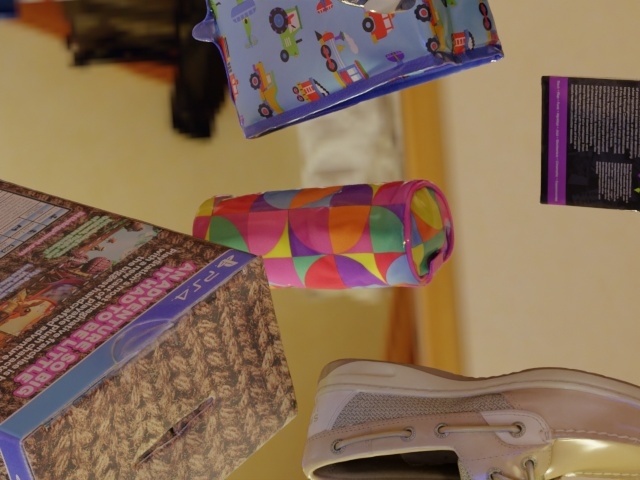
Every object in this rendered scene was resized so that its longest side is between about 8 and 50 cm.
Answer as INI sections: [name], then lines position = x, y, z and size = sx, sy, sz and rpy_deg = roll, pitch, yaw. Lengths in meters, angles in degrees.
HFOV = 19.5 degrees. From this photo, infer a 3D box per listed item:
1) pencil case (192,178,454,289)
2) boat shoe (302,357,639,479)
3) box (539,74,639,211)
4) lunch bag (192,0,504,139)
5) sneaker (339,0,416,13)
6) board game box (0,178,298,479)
[pencil case]
position = 0.000, 0.000, 1.662
size = 0.236, 0.104, 0.104
rpy_deg = -5, -179, 32
[boat shoe]
position = 0.135, 0.156, 1.389
size = 0.302, 0.098, 0.109
rpy_deg = 5, 149, 17
[box]
position = 0.269, -0.083, 1.619
size = 0.162, 0.116, 0.029
rpy_deg = 7, -168, 33
[lunch bag]
position = -0.007, -0.232, 1.757
size = 0.293, 0.221, 0.138
rpy_deg = -16, 178, 35
[sneaker]
position = 0.081, -0.289, 1.263
size = 0.131, 0.296, 0.112
rpy_deg = 32, -177, 8
[board game box]
position = -0.207, 0.094, 1.329
size = 0.291, 0.141, 0.232
rpy_deg = 16, -139, 38
